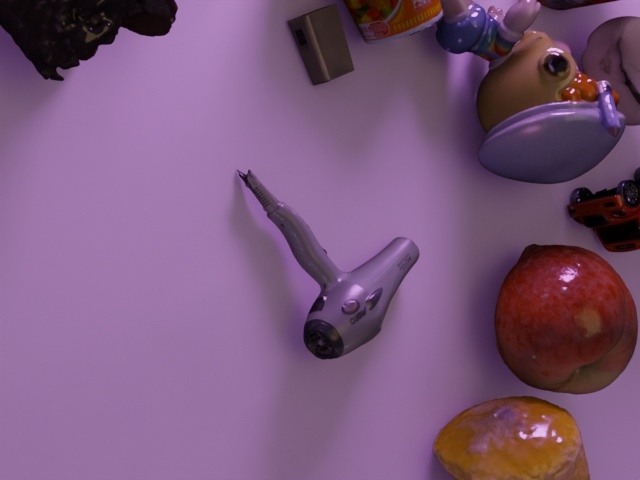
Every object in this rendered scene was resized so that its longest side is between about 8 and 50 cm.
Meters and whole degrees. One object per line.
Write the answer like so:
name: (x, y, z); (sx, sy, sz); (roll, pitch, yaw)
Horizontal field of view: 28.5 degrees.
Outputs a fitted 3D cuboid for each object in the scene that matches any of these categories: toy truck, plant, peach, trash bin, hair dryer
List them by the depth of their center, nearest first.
plant: (-0.274, -0.284, 1.366); (0.178, 0.204, 0.234); (-42, 131, 8)
hair dryer: (0.029, 0.003, 1.636); (0.229, 0.092, 0.267); (-20, 87, -45)
trash bin: (0.004, -0.258, 1.659); (0.061, 0.043, 0.092); (-29, 103, -36)
peach: (0.340, 0.103, 1.793); (0.233, 0.233, 0.232); (5, 81, -37)
toy truck: (0.508, -0.054, 1.978); (0.253, 0.107, 0.114); (-19, 95, -38)

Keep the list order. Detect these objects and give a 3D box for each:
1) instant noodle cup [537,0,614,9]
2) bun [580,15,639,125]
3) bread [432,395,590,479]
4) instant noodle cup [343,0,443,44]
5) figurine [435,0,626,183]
instant noodle cup: (0.420, -0.466, 1.910); (0.250, 0.192, 0.250); (6, 80, -37)
bun: (0.473, -0.260, 1.971); (0.173, 0.120, 0.172); (13, 69, -38)
bread: (0.265, 0.306, 1.707); (0.197, 0.197, 0.170); (-38, 118, -34)
instant noodle cup: (0.080, -0.365, 1.671); (0.168, 0.168, 0.185); (-37, 113, -35)
figurine: (0.253, -0.237, 1.800); (0.205, 0.224, 0.382); (-42, 85, -11)
